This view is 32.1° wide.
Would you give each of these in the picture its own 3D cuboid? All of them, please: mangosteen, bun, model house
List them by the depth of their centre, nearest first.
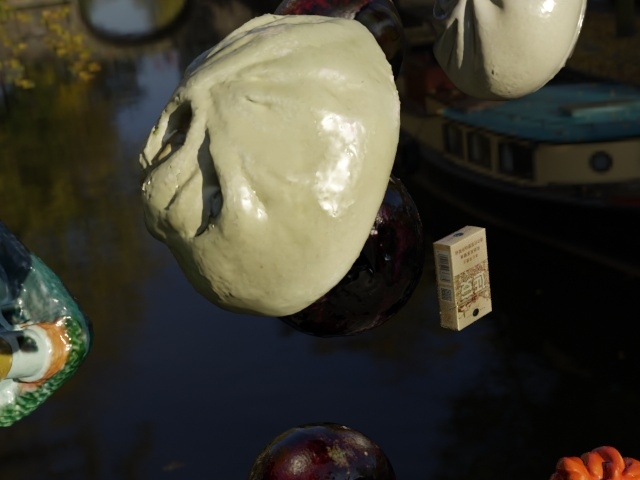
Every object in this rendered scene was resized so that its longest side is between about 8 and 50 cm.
[{"bbox_3d":[-0.051,-0.060,0.778,0.133,0.231,0.231,23,-2,-36],"label":"bun"},{"bbox_3d":[0.175,-0.229,1.115,0.120,0.173,0.173,18,5,-29],"label":"bun"},{"bbox_3d":[0.000,0.000,1.251,0.211,0.211,0.250,-15,12,-23],"label":"mangosteen"},{"bbox_3d":[-0.436,0.092,1.252,0.184,0.253,0.291,-42,-11,15],"label":"model house"},{"bbox_3d":[0.011,0.326,1.306,0.194,0.194,0.230,-14,52,-22],"label":"mangosteen"},{"bbox_3d":[0.020,-0.219,1.313,0.200,0.200,0.200,-6,18,2],"label":"mangosteen"}]

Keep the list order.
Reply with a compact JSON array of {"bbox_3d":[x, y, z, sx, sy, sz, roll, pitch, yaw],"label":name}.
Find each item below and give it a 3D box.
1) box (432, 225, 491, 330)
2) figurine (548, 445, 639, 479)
[{"bbox_3d":[0.130,0.034,1.013,0.024,0.083,0.053,8,25,44],"label":"box"},{"bbox_3d":[0.510,0.519,1.737,0.412,0.241,0.306,31,69,22],"label":"figurine"}]
